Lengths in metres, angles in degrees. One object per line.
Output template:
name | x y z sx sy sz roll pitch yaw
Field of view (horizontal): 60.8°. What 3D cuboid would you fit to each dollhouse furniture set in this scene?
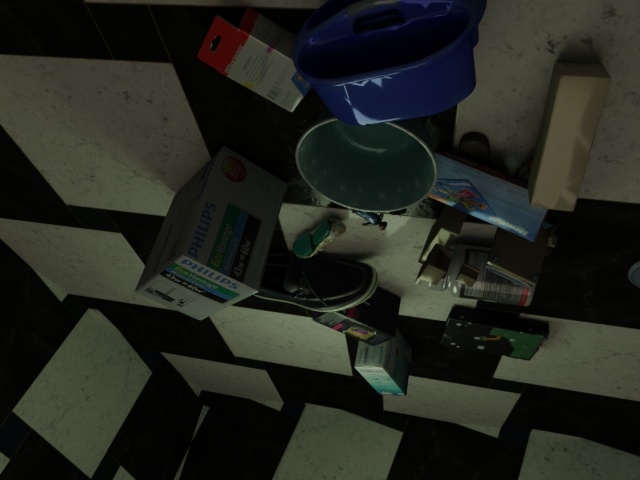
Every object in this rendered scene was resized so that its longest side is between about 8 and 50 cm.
dollhouse furniture set | 0.427 0.062 1.423 0.303 0.286 0.198 25 149 5

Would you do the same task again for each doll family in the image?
doll family | 0.176 -0.093 1.490 0.111 0.076 0.193 26 152 -27

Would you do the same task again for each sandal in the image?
sandal | 0.382 -0.162 1.302 0.090 0.060 0.219 -2 145 25

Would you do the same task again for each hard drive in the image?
hard drive | 0.628 0.341 1.996 0.339 0.064 0.237 10 148 8

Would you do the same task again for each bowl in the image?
bowl | 0.112 -0.219 1.222 0.312 0.163 0.311 10 149 6

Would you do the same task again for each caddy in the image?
caddy | 0.118 -0.347 0.947 0.341 0.241 0.179 -4 148 26

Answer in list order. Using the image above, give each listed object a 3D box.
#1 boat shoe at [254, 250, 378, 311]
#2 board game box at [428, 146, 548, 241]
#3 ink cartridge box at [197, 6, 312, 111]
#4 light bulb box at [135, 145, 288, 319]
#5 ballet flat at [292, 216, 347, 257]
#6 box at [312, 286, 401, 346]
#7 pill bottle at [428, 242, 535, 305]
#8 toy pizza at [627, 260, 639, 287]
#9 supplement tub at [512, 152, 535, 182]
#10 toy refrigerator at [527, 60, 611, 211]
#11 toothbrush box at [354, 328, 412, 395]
boat shoe | -0.052 0.125 1.820 0.500 0.186 0.156 2 153 28
board game box | 0.389 -0.108 1.279 0.281 0.027 0.145 27 144 22
ink cartridge box | -0.123 -0.383 1.137 0.231 0.078 0.134 26 146 -19
light bulb box | -0.307 -0.007 1.542 0.225 0.357 0.361 29 147 -26
ballet flat | 0.000 0.000 1.698 0.077 0.091 0.241 6 159 -31
box | 0.132 0.244 1.944 0.270 0.165 0.143 26 147 -19
pill bottle | 0.463 0.093 1.576 0.283 0.161 0.161 7 148 13
toy pizza | 0.951 0.082 1.486 0.201 0.032 0.201 9 148 6
supplement tub | 0.504 -0.139 1.245 0.106 0.106 0.198 19 148 -7
toy refrigerator | 0.481 -0.200 1.066 0.094 0.102 0.269 7 123 13
toothbrush box | 0.260 0.472 2.208 0.126 0.216 0.295 -5 142 28
